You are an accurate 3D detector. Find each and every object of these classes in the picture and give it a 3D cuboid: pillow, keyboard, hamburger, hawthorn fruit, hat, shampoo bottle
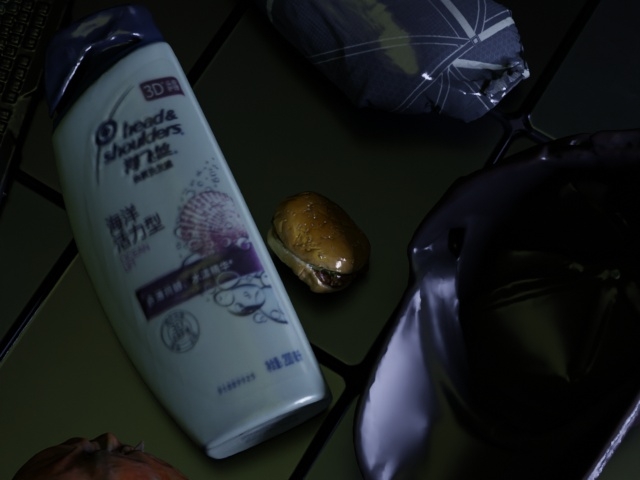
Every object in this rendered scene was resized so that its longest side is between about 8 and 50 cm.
[{"bbox_3d":[0.027,-0.223,1.236,0.161,0.092,0.335,-37,76,-15],"label":"pillow"},{"bbox_3d":[-0.286,-0.110,1.241,0.106,0.016,0.262,15,73,5],"label":"keyboard"},{"bbox_3d":[0.000,0.000,1.180,0.083,0.044,0.076,42,33,15],"label":"hamburger"},{"bbox_3d":[-0.159,0.226,1.064,0.149,0.149,0.189,0,68,0],"label":"hawthorn fruit"},{"bbox_3d":[0.180,0.083,1.120,0.238,0.209,0.336,27,92,30],"label":"hat"},{"bbox_3d":[-0.123,-0.009,1.175,0.134,0.078,0.359,-25,74,-2],"label":"shampoo bottle"}]
